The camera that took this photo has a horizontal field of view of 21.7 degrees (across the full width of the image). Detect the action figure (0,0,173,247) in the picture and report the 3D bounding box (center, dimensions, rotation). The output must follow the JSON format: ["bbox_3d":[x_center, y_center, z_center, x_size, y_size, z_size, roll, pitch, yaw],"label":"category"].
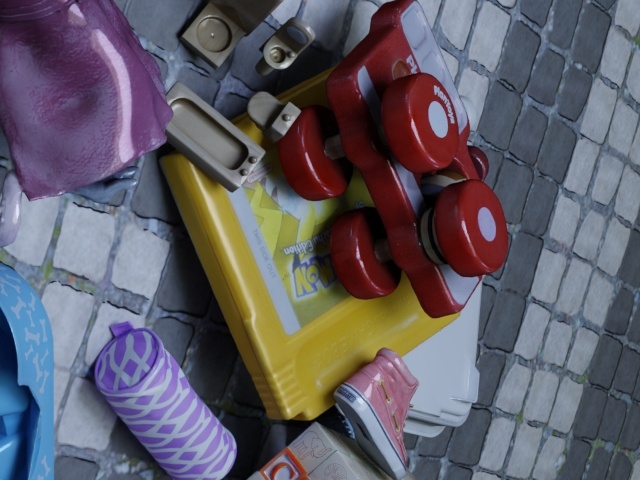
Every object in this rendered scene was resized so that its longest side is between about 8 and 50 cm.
[{"bbox_3d":[-0.256,-0.227,1.434,0.275,0.248,0.370,-31,131,-10],"label":"action figure"}]

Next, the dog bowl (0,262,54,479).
[{"bbox_3d":[-0.312,0.153,1.476,0.074,0.166,0.297,-25,121,-60],"label":"dog bowl"}]

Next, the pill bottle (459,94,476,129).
[{"bbox_3d":[0.136,-0.146,2.020,0.120,0.067,0.067,-14,112,-49],"label":"pill bottle"}]

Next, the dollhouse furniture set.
[{"bbox_3d":[-0.082,-0.159,1.642,0.144,0.123,0.151,39,69,-9],"label":"dollhouse furniture set"}]

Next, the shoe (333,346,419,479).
[{"bbox_3d":[0.077,0.190,1.814,0.081,0.063,0.178,-44,140,-15],"label":"shoe"}]

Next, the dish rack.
[{"bbox_3d":[0.123,0.062,2.011,0.285,0.072,0.333,22,71,-54],"label":"dish rack"}]

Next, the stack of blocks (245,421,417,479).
[{"bbox_3d":[0.012,0.321,1.906,0.171,0.087,0.297,-42,152,5],"label":"stack of blocks"}]

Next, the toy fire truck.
[{"bbox_3d":[0.107,-0.086,1.784,0.302,0.169,0.254,63,35,-18],"label":"toy fire truck"}]

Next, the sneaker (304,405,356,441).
[{"bbox_3d":[0.006,0.173,1.978,0.082,0.069,0.209,-82,163,-76],"label":"sneaker"}]

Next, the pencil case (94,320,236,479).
[{"bbox_3d":[-0.158,0.177,1.740,0.206,0.086,0.088,61,20,-45],"label":"pencil case"}]

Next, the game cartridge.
[{"bbox_3d":[0.000,0.000,1.806,0.285,0.052,0.324,-32,105,-36],"label":"game cartridge"}]
